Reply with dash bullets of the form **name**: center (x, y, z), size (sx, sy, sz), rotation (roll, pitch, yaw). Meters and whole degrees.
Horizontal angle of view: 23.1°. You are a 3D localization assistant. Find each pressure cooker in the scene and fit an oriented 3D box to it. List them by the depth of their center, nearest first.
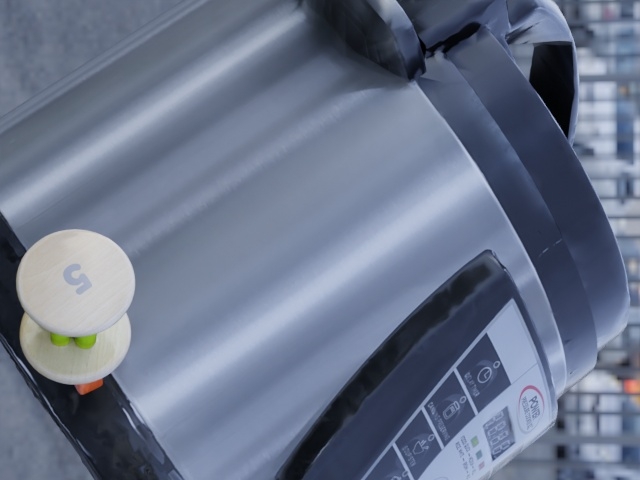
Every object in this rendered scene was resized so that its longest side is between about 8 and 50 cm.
- **pressure cooker**: center (-0.004, -0.005, 1.029), size (0.375, 0.420, 0.370), rotation (58, -11, -14)

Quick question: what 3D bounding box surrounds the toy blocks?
- **toy blocks**: center (-0.152, 0.041, 0.754), size (0.148, 0.123, 0.054), rotation (110, 0, -60)
